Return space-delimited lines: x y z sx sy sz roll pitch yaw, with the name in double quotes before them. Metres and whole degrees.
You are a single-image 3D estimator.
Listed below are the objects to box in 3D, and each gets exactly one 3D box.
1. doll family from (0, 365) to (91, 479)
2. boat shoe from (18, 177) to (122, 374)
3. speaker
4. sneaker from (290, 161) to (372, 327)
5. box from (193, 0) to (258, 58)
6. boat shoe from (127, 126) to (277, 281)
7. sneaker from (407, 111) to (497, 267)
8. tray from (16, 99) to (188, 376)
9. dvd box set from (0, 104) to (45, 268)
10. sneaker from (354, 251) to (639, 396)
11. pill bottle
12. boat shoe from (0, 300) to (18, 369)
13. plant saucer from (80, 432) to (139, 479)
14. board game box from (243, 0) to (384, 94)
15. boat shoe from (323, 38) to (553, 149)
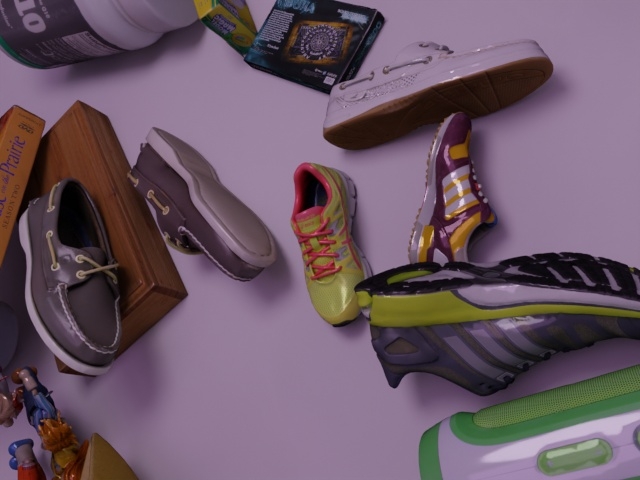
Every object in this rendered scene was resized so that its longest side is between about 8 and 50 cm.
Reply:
"doll family" -0.369 0.251 0.833 0.163 0.118 0.263 29 134 49
"boat shoe" -0.323 0.036 0.826 0.091 0.109 0.305 -45 53 16
"speaker" 0.238 0.173 0.514 0.297 0.131 0.131 -24 63 22
"sneaker" 0.000 0.000 0.738 0.081 0.094 0.208 -20 66 23
"box" -0.151 -0.361 0.945 0.043 0.105 0.179 -30 62 21
"boat shoe" -0.172 -0.039 0.847 0.096 0.117 0.324 -53 52 11
"sneaker" 0.157 -0.048 0.682 0.084 0.069 0.185 11 86 25
"tray" -0.372 -0.017 0.983 0.203 0.076 0.411 -41 58 14
"dvd box set" -0.581 0.020 0.982 0.308 0.062 0.420 -27 48 33
"sneaker" 0.186 0.084 0.601 0.300 0.111 0.121 -2 107 21
"pill bottle" -0.381 -0.413 1.042 0.361 0.204 0.204 -1 73 31
"boat shoe" -0.593 0.214 1.020 0.105 0.113 0.306 43 110 47
"plant saucer" -0.244 0.425 0.658 0.333 0.081 0.332 -159 83 -70
"board game box" -0.014 -0.283 0.883 0.186 0.026 0.126 29 90 35
"boat shoe" 0.122 -0.189 0.725 0.277 0.098 0.096 -11 69 29
